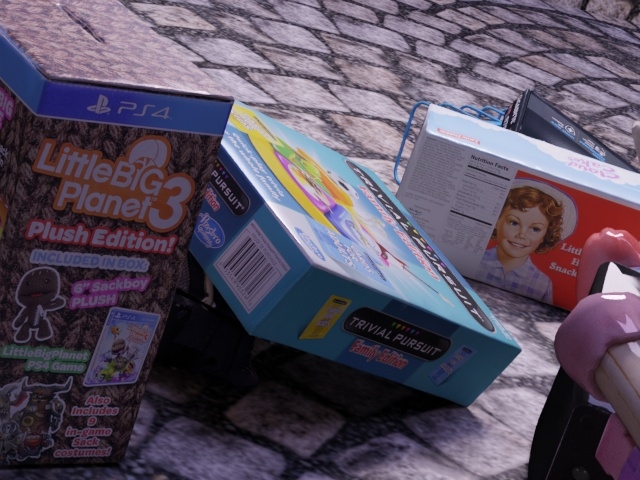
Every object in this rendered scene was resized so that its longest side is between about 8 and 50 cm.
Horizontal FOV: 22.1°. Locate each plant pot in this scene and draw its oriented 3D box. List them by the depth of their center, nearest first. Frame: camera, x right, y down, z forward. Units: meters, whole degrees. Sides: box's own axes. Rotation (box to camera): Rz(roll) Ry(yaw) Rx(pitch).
[{"bbox_3d":[0.265,0.160,1.316,0.187,0.188,0.167,23,32,12],"label":"plant pot"}]

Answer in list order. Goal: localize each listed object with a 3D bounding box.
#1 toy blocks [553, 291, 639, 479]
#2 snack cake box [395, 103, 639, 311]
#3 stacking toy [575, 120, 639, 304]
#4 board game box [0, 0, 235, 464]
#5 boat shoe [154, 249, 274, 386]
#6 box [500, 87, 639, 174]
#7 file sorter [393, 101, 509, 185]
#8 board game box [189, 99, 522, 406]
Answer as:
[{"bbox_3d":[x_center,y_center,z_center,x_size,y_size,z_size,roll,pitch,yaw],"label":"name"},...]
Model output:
[{"bbox_3d":[0.259,0.159,1.118,0.309,0.289,0.260,6,28,-19],"label":"toy blocks"},{"bbox_3d":[0.216,-0.030,1.785,0.264,0.152,0.089,19,26,-2],"label":"snack cake box"},{"bbox_3d":[0.401,0.037,1.572,0.309,0.279,0.130,7,18,10],"label":"stacking toy"},{"bbox_3d":[-0.211,-0.021,1.179,0.141,0.291,0.232,4,25,-35],"label":"board game box"},{"bbox_3d":[-0.122,0.013,1.452,0.158,0.127,0.340,20,26,-15],"label":"boat shoe"},{"bbox_3d":[0.298,-0.057,1.912,0.220,0.051,0.175,36,39,-10],"label":"box"},{"bbox_3d":[0.192,-0.105,2.026,0.170,0.118,0.104,0,24,-42],"label":"file sorter"},{"bbox_3d":[0.000,0.000,1.396,0.336,0.079,0.254,23,24,-53],"label":"board game box"}]
